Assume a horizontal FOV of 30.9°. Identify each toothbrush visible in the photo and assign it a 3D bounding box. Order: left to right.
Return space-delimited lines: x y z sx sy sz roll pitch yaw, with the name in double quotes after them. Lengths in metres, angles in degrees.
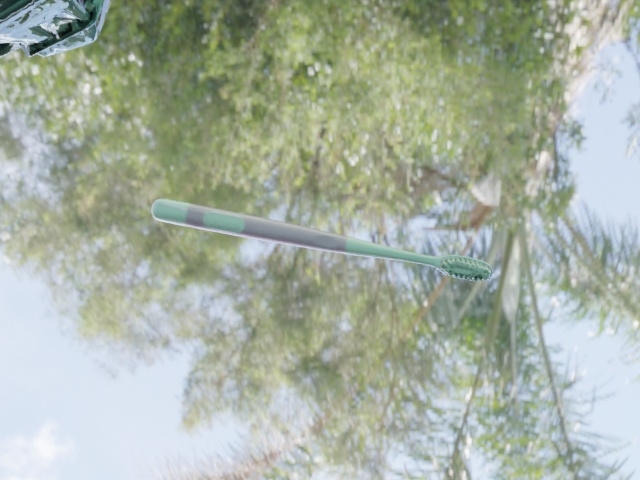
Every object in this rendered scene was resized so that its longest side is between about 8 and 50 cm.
0.000 0.000 0.951 0.286 0.025 0.020 11 -84 4 "toothbrush"

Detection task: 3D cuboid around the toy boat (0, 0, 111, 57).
-0.195 -0.168 0.689 0.296 0.122 0.114 -14 -122 32 "toy boat"
